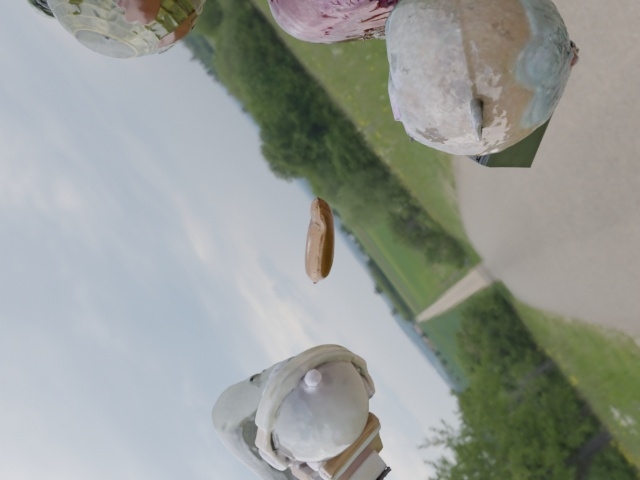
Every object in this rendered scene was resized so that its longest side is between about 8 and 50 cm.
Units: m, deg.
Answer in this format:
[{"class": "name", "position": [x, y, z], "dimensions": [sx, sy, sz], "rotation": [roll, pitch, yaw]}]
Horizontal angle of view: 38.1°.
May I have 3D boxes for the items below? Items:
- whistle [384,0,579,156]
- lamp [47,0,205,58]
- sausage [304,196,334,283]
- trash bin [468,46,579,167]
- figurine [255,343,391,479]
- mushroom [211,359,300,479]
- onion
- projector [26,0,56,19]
[{"class": "whistle", "position": [0.151, -0.213, 0.915], "dimensions": [0.189, 0.189, 0.347], "rotation": [50, -153, -36]}, {"class": "lamp", "position": [-0.284, -0.415, 1.389], "dimensions": [0.250, 0.284, 0.250], "rotation": [12, 166, 3]}, {"class": "sausage", "position": [0.000, 0.000, 1.661], "dimensions": [0.062, 0.054, 0.183], "rotation": [-129, 37, -54]}, {"class": "trash bin", "position": [0.353, -0.265, 1.700], "dimensions": [0.164, 0.240, 0.122], "rotation": [-2, -148, -44]}, {"class": "figurine", "position": [-0.003, 0.207, 1.093], "dimensions": [0.141, 0.162, 0.236], "rotation": [34, 160, 37]}, {"class": "mushroom", "position": [-0.033, 0.315, 1.359], "dimensions": [0.328, 0.159, 0.122], "rotation": [60, -148, -33]}, {"class": "onion", "position": [0.079, -0.409, 1.243], "dimensions": [0.347, 0.348, 0.285], "rotation": [-98, -13, -83]}, {"class": "projector", "position": [-0.435, -0.569, 1.705], "dimensions": [0.249, 0.249, 0.248], "rotation": [-116, 18, -57]}]
